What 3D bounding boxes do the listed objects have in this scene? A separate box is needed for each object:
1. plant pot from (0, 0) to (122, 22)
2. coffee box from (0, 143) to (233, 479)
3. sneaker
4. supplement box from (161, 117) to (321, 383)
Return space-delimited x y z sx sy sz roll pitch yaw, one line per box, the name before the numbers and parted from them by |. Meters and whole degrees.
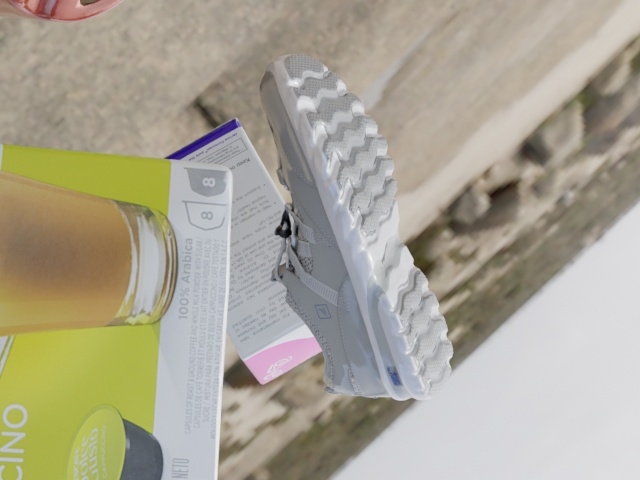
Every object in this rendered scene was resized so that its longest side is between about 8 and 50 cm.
plant pot | -0.305 -0.326 1.287 0.272 0.265 0.272 -18 117 -39
coffee box | -0.259 0.135 1.018 0.338 0.334 0.338 127 -34 -72
sneaker | 0.000 0.000 1.017 0.115 0.281 0.105 -14 -171 29
supplement box | -0.069 0.012 1.308 0.114 0.220 0.111 -30 159 -3
